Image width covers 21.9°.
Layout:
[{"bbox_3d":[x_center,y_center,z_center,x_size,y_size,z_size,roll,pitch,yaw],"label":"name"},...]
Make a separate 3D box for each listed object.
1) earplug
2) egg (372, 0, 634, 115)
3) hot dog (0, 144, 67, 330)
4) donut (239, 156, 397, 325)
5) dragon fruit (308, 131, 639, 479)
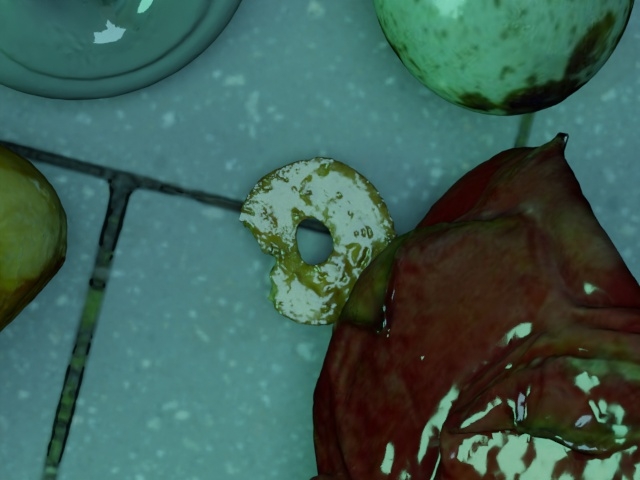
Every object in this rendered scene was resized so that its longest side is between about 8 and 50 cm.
[{"bbox_3d":[-0.174,-0.240,1.011,0.214,0.175,0.325,-28,103,5],"label":"earplug"},{"bbox_3d":[0.111,-0.192,1.027,0.169,0.169,0.231,-4,81,-4],"label":"egg"},{"bbox_3d":[-0.350,0.067,0.987,0.223,0.185,0.405,42,88,-6],"label":"hot dog"},{"bbox_3d":[0.000,0.000,1.085,0.097,0.043,0.108,-15,92,-4],"label":"donut"},{"bbox_3d":[0.086,0.114,0.941,0.228,0.329,0.286,-11,106,-4],"label":"dragon fruit"}]
